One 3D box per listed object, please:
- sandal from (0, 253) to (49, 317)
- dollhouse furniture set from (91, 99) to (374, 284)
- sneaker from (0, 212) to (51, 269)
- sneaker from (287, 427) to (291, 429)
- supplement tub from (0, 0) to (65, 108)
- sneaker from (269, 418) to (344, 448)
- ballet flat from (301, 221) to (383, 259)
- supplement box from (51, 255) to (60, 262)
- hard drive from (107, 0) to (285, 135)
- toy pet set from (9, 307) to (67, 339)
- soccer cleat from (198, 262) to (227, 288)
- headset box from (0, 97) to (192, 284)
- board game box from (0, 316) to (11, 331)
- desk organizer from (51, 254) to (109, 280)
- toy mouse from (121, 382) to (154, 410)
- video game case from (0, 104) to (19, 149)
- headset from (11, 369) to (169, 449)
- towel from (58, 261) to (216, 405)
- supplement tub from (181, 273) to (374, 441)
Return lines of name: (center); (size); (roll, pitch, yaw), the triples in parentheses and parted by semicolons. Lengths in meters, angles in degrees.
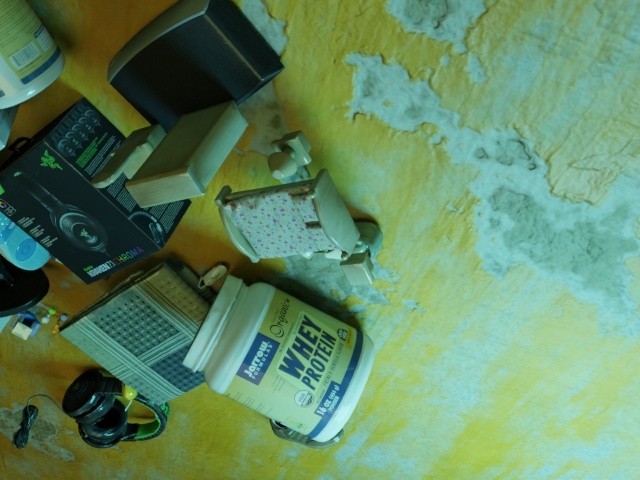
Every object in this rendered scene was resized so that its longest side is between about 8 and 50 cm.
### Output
sandal: (-0.811, 0.050, 1.576); (0.446, 0.167, 0.107); (16, 143, 8)
dollhouse furniture set: (-0.133, -0.009, 1.119); (0.303, 0.173, 0.355); (-8, 128, 31)
sneaker: (-0.669, -0.074, 1.438); (0.208, 0.127, 0.319); (22, 153, 25)
sneaker: (-0.114, 0.340, 1.646); (0.130, 0.087, 0.227); (5, 138, 28)
supplement tub: (-0.490, -0.312, 1.070); (0.144, 0.144, 0.199); (-4, 132, 27)
sneaker: (-0.039, 0.449, 1.740); (0.189, 0.066, 0.071); (-2, 132, 25)
ballet flat: (0.000, 0.000, 1.245); (0.213, 0.068, 0.072); (2, 135, 23)
supplement box: (-0.477, 0.011, 1.453); (0.083, 0.083, 0.056); (27, 139, -5)
hard drive: (-0.196, -0.249, 1.076); (0.255, 0.054, 0.172); (-21, 123, 38)
toy pet set: (-0.693, 0.185, 1.770); (0.122, 0.065, 0.114); (34, 103, -17)
soccer cleat: (-0.214, 0.072, 1.438); (0.029, 0.035, 0.083); (43, 135, -22)
headset box: (-0.425, -0.085, 1.293); (0.246, 0.131, 0.283); (-21, 123, 38)
board game box: (-0.863, 0.150, 1.664); (0.304, 0.224, 0.097); (4, 137, 19)
desk organizer: (-0.493, 0.032, 1.512); (0.130, 0.047, 0.050); (21, 141, 1)
toy mouse: (-0.425, 0.361, 1.808); (0.143, 0.031, 0.160); (-1, 110, -2)
video game case: (-0.559, -0.261, 1.136); (0.023, 0.193, 0.212); (-31, 123, 4)
headset: (-0.605, 0.472, 1.923); (0.395, 0.185, 0.243); (0, 135, 8)
towel: (-0.337, 0.201, 1.550); (0.312, 0.056, 0.324); (-30, 124, 19)
supplement tub: (-0.081, 0.219, 1.392); (0.316, 0.228, 0.228); (27, 139, -6)
